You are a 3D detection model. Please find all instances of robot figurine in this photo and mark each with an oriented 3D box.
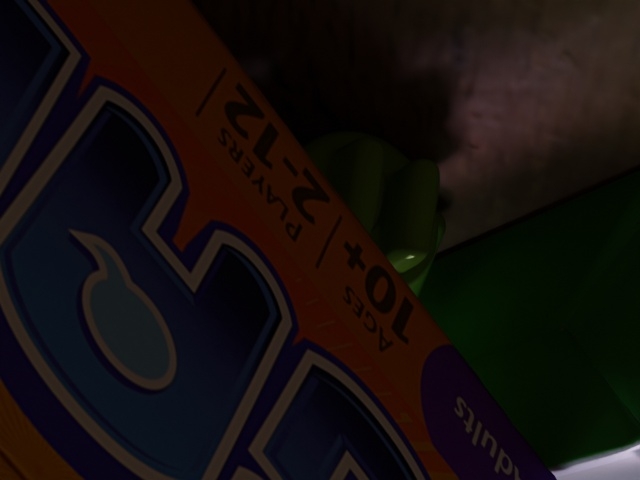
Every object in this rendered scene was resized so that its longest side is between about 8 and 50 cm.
[{"bbox_3d":[0.000,0.000,0.687,0.101,0.067,0.115,17,155,-23],"label":"robot figurine"}]

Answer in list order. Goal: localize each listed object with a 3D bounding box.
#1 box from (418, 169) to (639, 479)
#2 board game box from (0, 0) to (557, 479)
[{"bbox_3d":[0.138,0.098,0.745,0.231,0.127,0.262,30,149,-24],"label":"box"},{"bbox_3d":[-0.203,0.112,0.511,0.356,0.356,0.356,-24,114,34],"label":"board game box"}]
